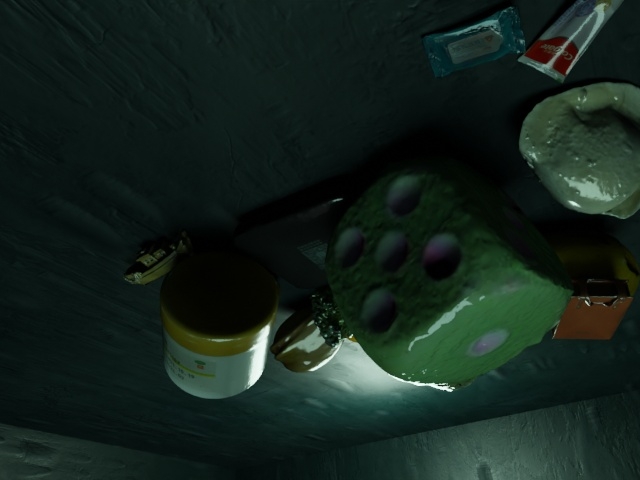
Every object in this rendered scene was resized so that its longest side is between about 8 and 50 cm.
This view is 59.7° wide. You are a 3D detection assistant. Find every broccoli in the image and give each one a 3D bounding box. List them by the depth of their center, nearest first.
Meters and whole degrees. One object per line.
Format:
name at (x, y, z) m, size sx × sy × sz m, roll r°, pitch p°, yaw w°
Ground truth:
broccoli at (0.114, 0.186, 1.351) m, size 0.275 × 0.177 × 0.198 m, roll 7°, pitch 139°, yaw 18°

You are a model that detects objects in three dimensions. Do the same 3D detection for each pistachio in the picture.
pistachio at (-0.009, 0.259, 1.546) m, size 0.260 × 0.163 × 0.213 m, roll -36°, pitch 159°, yaw 20°

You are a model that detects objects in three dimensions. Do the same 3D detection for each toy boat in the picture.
toy boat at (-0.361, 0.038, 1.226) m, size 0.206 × 0.064 × 0.072 m, roll -30°, pitch 121°, yaw 29°

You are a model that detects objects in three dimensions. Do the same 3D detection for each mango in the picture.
mango at (0.557, 0.082, 1.305) m, size 0.365 × 0.182 × 0.253 m, roll 4°, pitch 147°, yaw -14°

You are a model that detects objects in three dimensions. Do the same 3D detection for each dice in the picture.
dice at (0.226, 0.054, 1.025) m, size 0.322 × 0.330 × 0.318 m, roll 21°, pitch 124°, yaw -41°

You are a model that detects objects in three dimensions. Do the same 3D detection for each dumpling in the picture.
dumpling at (0.481, -0.159, 0.957) m, size 0.243 × 0.175 × 0.227 m, roll 14°, pitch 116°, yaw -50°

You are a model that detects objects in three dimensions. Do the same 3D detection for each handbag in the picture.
handbag at (0.587, 0.152, 1.216) m, size 0.127 × 0.063 × 0.190 m, roll 0°, pitch 142°, yaw 9°

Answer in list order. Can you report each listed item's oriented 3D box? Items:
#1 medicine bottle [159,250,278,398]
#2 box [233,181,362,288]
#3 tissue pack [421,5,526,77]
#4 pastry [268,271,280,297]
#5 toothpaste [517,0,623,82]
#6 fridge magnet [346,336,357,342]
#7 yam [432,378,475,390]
medicine bottle at (-0.221, 0.181, 1.196) m, size 0.238 × 0.238 × 0.232 m, roll 3°, pitch 133°, yaw -12°
box at (0.000, 0.000, 1.202) m, size 0.290 × 0.073 × 0.289 m, roll -21°, pitch 144°, yaw 24°
tissue pack at (0.224, -0.289, 0.817) m, size 0.138 × 0.028 × 0.085 m, roll -13°, pitch 144°, yaw 22°
pastry at (-0.170, 0.122, 1.364) m, size 0.153 × 0.081 × 0.153 m, roll -4°, pitch 140°, yaw -4°
toothpaste at (0.392, -0.337, 0.747) m, size 0.075 × 0.048 × 0.301 m, roll 4°, pitch 150°, yaw -21°
fridge magnet at (0.143, 0.268, 1.658) m, size 0.143 × 0.063 × 0.143 m, roll -2°, pitch 147°, yaw -2°
yam at (0.287, 0.268, 1.528) m, size 0.348 × 0.241 × 0.241 m, roll 27°, pitch 136°, yaw -37°
